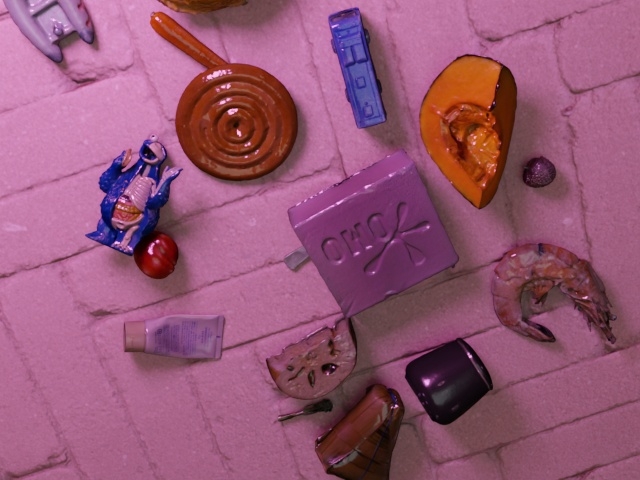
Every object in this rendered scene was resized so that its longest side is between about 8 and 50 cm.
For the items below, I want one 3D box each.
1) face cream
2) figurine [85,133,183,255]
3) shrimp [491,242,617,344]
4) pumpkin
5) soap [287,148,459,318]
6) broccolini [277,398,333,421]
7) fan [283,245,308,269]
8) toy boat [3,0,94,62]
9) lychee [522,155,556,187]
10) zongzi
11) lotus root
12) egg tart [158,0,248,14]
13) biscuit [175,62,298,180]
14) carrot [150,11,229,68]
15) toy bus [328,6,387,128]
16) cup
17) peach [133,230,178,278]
[{"bbox_3d":[-0.336,0.221,1.734,0.224,0.070,0.114,1,111,-19],"label":"face cream"},{"bbox_3d":[-0.385,-0.093,1.583,0.164,0.121,0.262,37,96,19],"label":"figurine"},{"bbox_3d":[0.559,0.148,1.789,0.360,0.085,0.247,36,112,-13],"label":"shrimp"},{"bbox_3d":[0.314,-0.239,1.611,0.169,0.148,0.312,16,108,31],"label":"pumpkin"},{"bbox_3d":[0.118,-0.010,1.653,0.296,0.107,0.285,-29,119,6],"label":"soap"},{"bbox_3d":[-0.036,0.422,1.853,0.140,0.030,0.035,-18,147,6],"label":"broccolini"},{"bbox_3d":[0.000,0.000,1.703,0.193,0.016,0.038,-35,110,8],"label":"fan"},{"bbox_3d":[-0.533,-0.450,1.451,0.134,0.079,0.207,-26,112,7],"label":"toy boat"},{"bbox_3d":[0.483,-0.150,1.675,0.083,0.068,0.067,8,151,-12],"label":"lychee"},{"bbox_3d":[0.162,0.509,1.860,0.289,0.123,0.260,37,100,-27],"label":"zongzi"},{"bbox_3d":[-0.005,0.277,1.749,0.235,0.119,0.138,-36,110,5],"label":"lotus root"},{"bbox_3d":[-0.195,-0.536,1.382,0.294,0.123,0.294,-16,133,-18],"label":"egg tart"},{"bbox_3d":[-0.173,-0.237,1.567,0.262,0.037,0.261,-3,120,-5],"label":"biscuit"},{"bbox_3d":[-0.239,-0.378,1.526,0.248,0.043,0.043,34,103,-18],"label":"carrot"},{"bbox_3d":[0.080,-0.349,1.540,0.079,0.094,0.236,-17,111,1],"label":"toy bus"},{"bbox_3d":[0.311,0.340,1.799,0.177,0.169,0.223,-35,145,0],"label":"cup"},{"bbox_3d":[-0.360,0.030,1.636,0.101,0.100,0.100,-2,110,-5],"label":"peach"}]
